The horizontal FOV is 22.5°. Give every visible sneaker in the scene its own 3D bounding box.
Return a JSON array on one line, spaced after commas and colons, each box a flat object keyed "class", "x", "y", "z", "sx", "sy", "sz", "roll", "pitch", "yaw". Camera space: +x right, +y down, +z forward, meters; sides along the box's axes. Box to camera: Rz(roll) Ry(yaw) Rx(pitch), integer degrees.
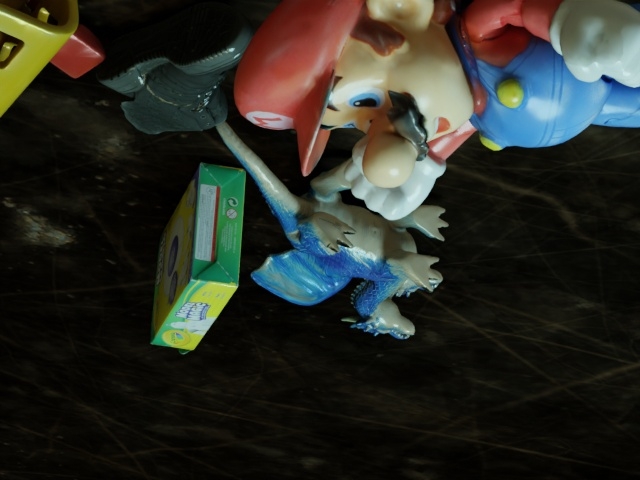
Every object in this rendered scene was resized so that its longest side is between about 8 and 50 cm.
[{"class": "sneaker", "x": -0.088, "y": -0.113, "z": 1.110, "sx": 0.170, "sy": 0.051, "sz": 0.089, "roll": -8, "pitch": 150, "yaw": 41}]

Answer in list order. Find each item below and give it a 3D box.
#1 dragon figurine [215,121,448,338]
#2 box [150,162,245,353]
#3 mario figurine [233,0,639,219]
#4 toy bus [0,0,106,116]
[{"class": "dragon figurine", "x": 0.000, "y": 0.000, "z": 1.267, "sx": 0.289, "sy": 0.085, "sz": 0.144, "roll": 24, "pitch": 151, "yaw": -30}, {"class": "box", "x": -0.104, "y": 0.020, "z": 1.319, "sx": 0.043, "sy": 0.105, "sz": 0.179, "roll": 8, "pitch": 155, "yaw": -13}, {"class": "mario figurine", "x": 0.108, "y": -0.074, "z": 0.971, "sx": 0.321, "sy": 0.170, "sz": 0.198, "roll": 2, "pitch": 120, "yaw": -2}, {"class": "toy bus", "x": -0.243, "y": -0.116, "z": 1.038, "sx": 0.191, "sy": 0.104, "sz": 0.202, "roll": -11, "pitch": 143, "yaw": 0}]
